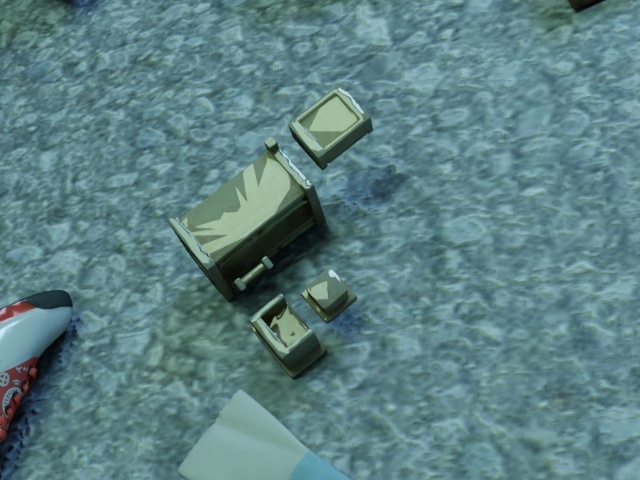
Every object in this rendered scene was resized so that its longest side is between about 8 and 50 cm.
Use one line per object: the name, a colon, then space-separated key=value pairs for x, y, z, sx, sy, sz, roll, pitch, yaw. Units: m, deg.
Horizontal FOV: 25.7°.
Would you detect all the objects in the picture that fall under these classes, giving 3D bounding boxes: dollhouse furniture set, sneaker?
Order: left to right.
sneaker: x=-0.287 y=0.155 z=1.166 sx=0.270 sy=0.090 sz=0.145 roll=-31 pitch=83 yaw=-40
dollhouse furniture set: x=0.000 y=0.000 z=1.161 sx=0.182 sy=0.101 sz=0.161 roll=-38 pitch=71 yaw=-7

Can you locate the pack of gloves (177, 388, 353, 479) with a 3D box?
pack of gloves: x=-0.040 y=0.244 z=1.006 sx=0.232 sy=0.046 sz=0.195 roll=32 pitch=84 yaw=44

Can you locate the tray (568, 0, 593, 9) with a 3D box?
tray: x=0.256 y=-0.405 z=1.350 sx=0.203 sy=0.076 sz=0.411 roll=-25 pitch=46 yaw=7
